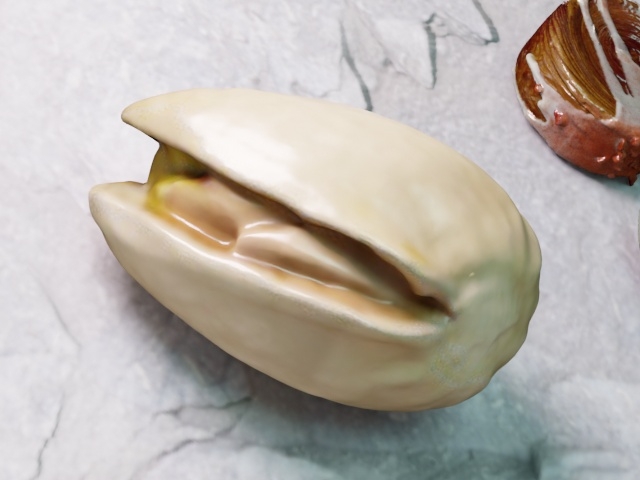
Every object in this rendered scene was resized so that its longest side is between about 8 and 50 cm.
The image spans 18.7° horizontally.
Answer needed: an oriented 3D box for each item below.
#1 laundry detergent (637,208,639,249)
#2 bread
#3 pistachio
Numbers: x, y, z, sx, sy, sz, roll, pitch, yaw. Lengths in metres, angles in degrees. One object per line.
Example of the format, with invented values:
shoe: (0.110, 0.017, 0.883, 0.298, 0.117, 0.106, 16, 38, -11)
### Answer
laundry detergent: (0.383, 0.053, 1.576, 0.290, 0.094, 0.143, 23, 56, -11)
bread: (0.239, -0.128, 1.621, 0.160, 0.073, 0.160, 18, 50, -23)
pistachio: (0.000, 0.000, 1.328, 0.318, 0.214, 0.193, 26, 92, -3)
